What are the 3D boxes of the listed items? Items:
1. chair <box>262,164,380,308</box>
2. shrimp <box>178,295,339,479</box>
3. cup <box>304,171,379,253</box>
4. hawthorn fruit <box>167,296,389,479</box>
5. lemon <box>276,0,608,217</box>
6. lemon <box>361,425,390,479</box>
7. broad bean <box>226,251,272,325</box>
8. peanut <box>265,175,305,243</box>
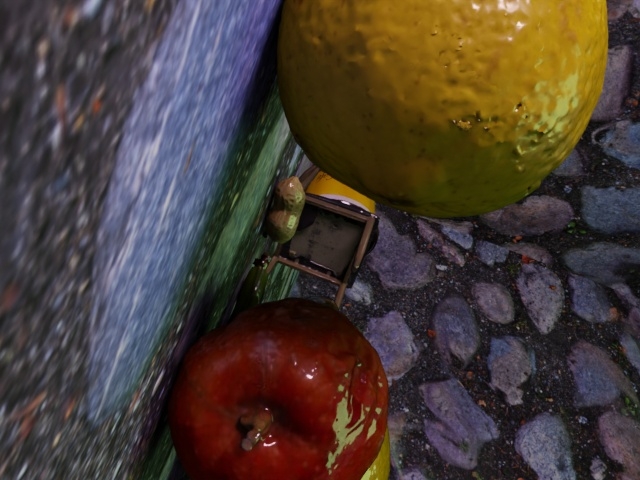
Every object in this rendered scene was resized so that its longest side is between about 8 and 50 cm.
[{"bbox_3d":[0.000,0.000,1.183,0.272,0.167,0.188,-68,178,-52],"label":"chair"},{"bbox_3d":[-0.112,0.204,0.919,0.372,0.172,0.137,-49,-170,-27],"label":"shrimp"},{"bbox_3d":[0.043,-0.091,1.518,0.196,0.197,0.279,109,-5,-52],"label":"cup"},{"bbox_3d":[-0.051,0.176,0.706,0.272,0.242,0.241,12,99,-78],"label":"hawthorn fruit"},{"bbox_3d":[0.097,-0.156,0.567,0.293,0.293,0.292,21,90,-89],"label":"lemon"},{"bbox_3d":[-0.062,0.381,1.144,0.364,0.365,0.363,21,90,-89],"label":"lemon"},{"bbox_3d":[-0.130,0.156,1.003,0.060,0.043,0.297,176,-66,-82],"label":"broad bean"},{"bbox_3d":[-0.051,-0.044,0.993,0.054,0.054,0.113,-68,175,-57],"label":"peanut"}]
